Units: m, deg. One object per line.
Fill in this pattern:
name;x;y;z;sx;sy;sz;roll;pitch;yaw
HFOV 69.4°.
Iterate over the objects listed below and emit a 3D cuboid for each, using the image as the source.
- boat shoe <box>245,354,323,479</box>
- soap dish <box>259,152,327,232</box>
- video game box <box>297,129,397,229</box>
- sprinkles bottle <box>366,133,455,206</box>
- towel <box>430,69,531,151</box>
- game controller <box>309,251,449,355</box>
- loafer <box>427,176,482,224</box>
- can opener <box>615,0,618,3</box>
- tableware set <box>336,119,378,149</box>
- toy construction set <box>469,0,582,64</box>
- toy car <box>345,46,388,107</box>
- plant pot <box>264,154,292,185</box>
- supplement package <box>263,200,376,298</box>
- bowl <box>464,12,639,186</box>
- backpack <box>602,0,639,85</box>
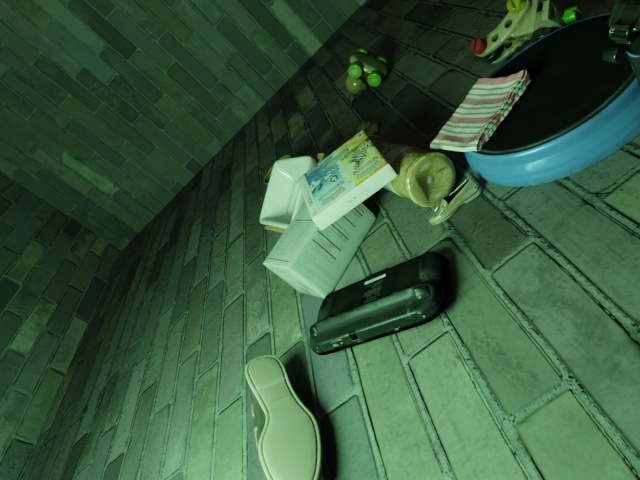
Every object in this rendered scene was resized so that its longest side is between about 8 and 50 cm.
boat shoe;-0.068;0.348;0.857;0.112;0.095;0.335;-15;29;-12
soap dish;-0.062;-0.127;1.338;0.291;0.118;0.228;12;87;64
video game box;0.052;-0.143;1.058;0.205;0.048;0.187;-36;39;11
sprinkles bottle;0.178;-0.180;1.121;0.121;0.121;0.355;-48;27;1
towel;0.321;-0.263;0.948;0.197;0.029;0.144;-53;26;-7
game controller;0.108;0.126;0.912;0.319;0.067;0.166;-27;20;36
loafer;0.268;-0.083;0.948;0.125;0.039;0.045;-38;29;20
can opener;0.702;-0.548;0.868;0.280;0.074;0.093;-33;30;28
tableware set;0.121;-0.340;1.528;0.169;0.020;0.141;-40;30;14
toy construction set;0.456;-0.562;1.035;0.257;0.309;0.237;-60;32;-4
toy car;0.154;-0.595;1.741;0.188;0.149;0.155;117;175;-48
plant pot;-0.122;-0.226;1.658;0.134;0.095;0.134;-37;29;24
supplement package;0.000;0.000;1.135;0.139;0.134;0.244;6;59;57
bowl;0.448;-0.277;0.894;0.391;0.077;0.391;-35;30;24
backpack;0.579;-0.325;0.616;0.277;0.213;0.263;7;68;52
